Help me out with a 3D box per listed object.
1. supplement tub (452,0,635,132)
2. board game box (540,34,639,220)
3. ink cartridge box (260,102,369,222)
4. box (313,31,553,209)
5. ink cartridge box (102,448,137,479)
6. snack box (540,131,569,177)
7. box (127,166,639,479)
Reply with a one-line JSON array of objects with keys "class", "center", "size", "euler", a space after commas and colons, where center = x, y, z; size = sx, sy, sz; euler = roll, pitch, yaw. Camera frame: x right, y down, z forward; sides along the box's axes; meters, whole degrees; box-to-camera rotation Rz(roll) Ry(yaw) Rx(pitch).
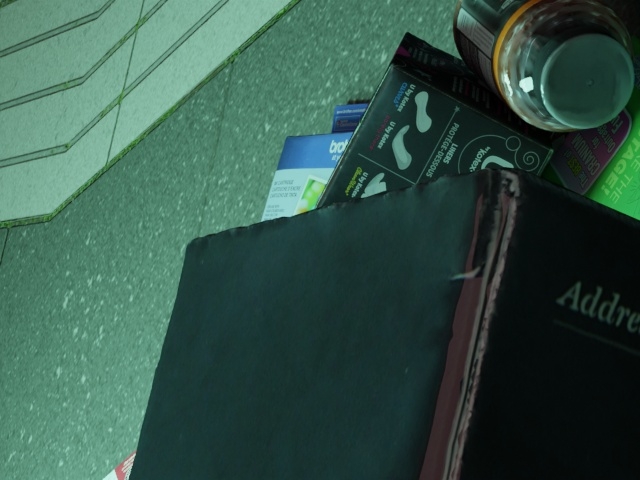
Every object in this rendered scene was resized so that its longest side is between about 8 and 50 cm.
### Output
[{"class": "supplement tub", "center": [0.172, -0.144, 1.300], "size": [0.106, 0.106, 0.198], "euler": [-62, 19, 13]}, {"class": "board game box", "center": [0.216, 0.038, 1.276], "size": [0.316, 0.064, 0.242], "euler": [-59, 29, 19]}, {"class": "ink cartridge box", "center": [0.000, 0.000, 1.700], "size": [0.186, 0.065, 0.311], "euler": [3, 72, 61]}, {"class": "box", "center": [0.089, -0.056, 1.398], "size": [0.163, 0.142, 0.247], "euler": [-62, 0, 14]}, {"class": "ink cartridge box", "center": [-0.148, 0.312, 1.672], "size": [0.128, 0.127, 0.176], "euler": [-42, 38, 40]}, {"class": "snack box", "center": [0.184, -0.034, 1.429], "size": [0.178, 0.022, 0.064], "euler": [-60, 30, 15]}, {"class": "box", "center": [0.143, 0.276, 0.792], "size": [0.297, 0.480, 0.471], "euler": [-9, 63, 60]}]
